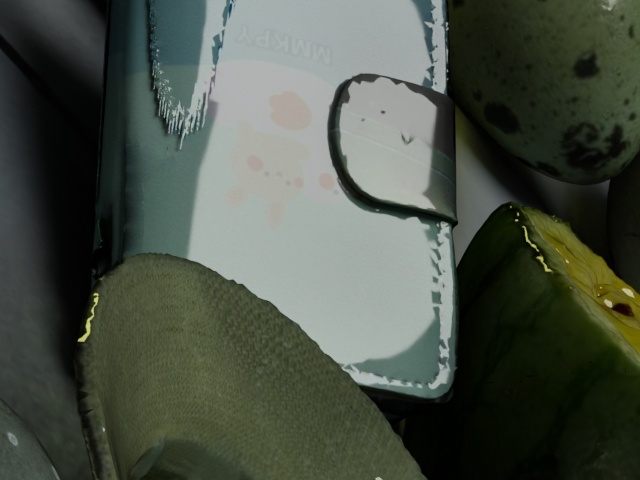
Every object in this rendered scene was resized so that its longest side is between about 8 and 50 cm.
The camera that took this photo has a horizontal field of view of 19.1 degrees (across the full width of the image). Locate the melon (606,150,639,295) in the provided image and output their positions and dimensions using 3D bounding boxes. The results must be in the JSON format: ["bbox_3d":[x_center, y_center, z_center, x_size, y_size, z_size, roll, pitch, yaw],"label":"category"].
[{"bbox_3d":[0.357,-0.011,1.472,0.268,0.268,0.330,47,32,-20],"label":"melon"}]

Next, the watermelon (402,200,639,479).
[{"bbox_3d":[0.143,0.143,0.943,0.331,0.189,0.331,49,2,-3],"label":"watermelon"}]

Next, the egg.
[{"bbox_3d":[0.176,-0.152,1.423,0.177,0.177,0.228,-14,82,-66],"label":"egg"}]

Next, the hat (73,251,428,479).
[{"bbox_3d":[-0.041,0.143,0.638,0.257,0.130,0.257,48,19,-23],"label":"hat"}]

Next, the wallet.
[{"bbox_3d":[-0.020,-0.045,0.876,0.176,0.075,0.250,13,63,-26],"label":"wallet"}]

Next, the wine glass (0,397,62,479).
[{"bbox_3d":[-0.100,0.101,0.472,0.241,0.126,0.126,28,-1,44],"label":"wine glass"}]
